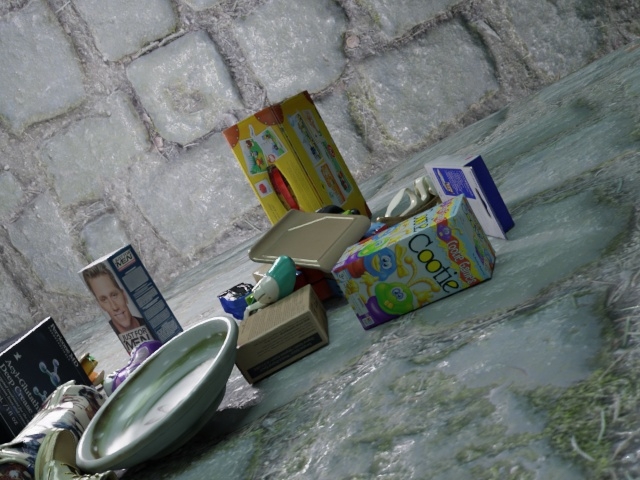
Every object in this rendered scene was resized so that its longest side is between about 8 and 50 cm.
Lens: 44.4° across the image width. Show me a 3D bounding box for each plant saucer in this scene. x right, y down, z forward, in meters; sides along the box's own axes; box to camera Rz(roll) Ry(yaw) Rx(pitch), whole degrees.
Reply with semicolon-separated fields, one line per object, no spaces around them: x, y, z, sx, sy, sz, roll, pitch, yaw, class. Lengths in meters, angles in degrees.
-0.296;0.317;1.538;0.400;0.100;0.400;-35;17;12;plant saucer

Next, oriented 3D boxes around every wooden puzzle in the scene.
-0.024;0.002;1.917;0.238;0.044;0.221;9;39;33;wooden puzzle

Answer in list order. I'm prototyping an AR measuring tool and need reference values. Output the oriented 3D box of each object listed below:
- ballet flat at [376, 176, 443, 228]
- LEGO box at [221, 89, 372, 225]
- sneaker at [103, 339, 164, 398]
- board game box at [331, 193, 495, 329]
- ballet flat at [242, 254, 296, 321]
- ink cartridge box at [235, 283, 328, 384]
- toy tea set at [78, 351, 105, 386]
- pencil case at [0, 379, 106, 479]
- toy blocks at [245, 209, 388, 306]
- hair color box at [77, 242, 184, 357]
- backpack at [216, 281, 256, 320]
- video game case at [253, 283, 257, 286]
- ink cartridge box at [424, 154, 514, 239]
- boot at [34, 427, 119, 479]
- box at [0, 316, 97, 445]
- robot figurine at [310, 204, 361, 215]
0.268;-0.097;2.131;0.342;0.124;0.116;-35;11;-33;ballet flat
-0.059;-0.208;2.563;0.193;0.500;0.372;-25;9;23;LEGO box
-0.475;0.348;2.112;0.104;0.095;0.236;-17;19;28;sneaker
0.185;0.042;1.549;0.275;0.144;0.142;-26;10;23;board game box
-0.128;0.145;1.848;0.087;0.083;0.247;-16;-40;-43;ballet flat
-0.085;0.198;1.706;0.193;0.088;0.235;-30;9;5;ink cartridge box
-0.693;0.447;2.265;0.200;0.124;0.336;-57;1;23;toy tea set
-0.553;0.426;1.589;0.159;0.184;0.410;-11;10;3;pencil case
0.016;0.061;1.973;0.381;0.191;0.261;-33;21;-24;toy blocks
-0.546;0.199;2.299;0.173;0.347;0.105;-22;12;41;hair color box
-0.212;0.173;2.200;0.098;0.101;0.120;-36;15;-26;backpack
-0.167;0.131;2.566;0.119;0.015;0.166;-25;10;23;video game case
0.342;-0.106;1.779;0.069;0.176;0.371;-29;9;-1;ink cartridge box
-0.411;0.410;1.339;0.165;0.077;0.213;-23;51;25;boot
-0.736;0.410;1.890;0.212;0.294;0.395;-27;10;10;box
-0.002;-0.002;2.269;0.278;0.209;0.174;-23;49;33;robot figurine
